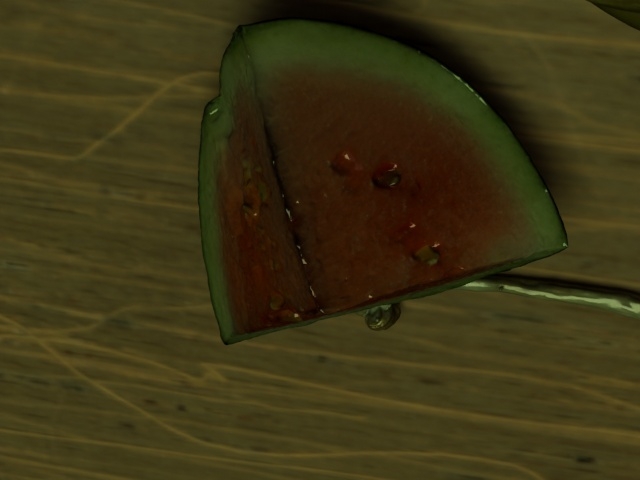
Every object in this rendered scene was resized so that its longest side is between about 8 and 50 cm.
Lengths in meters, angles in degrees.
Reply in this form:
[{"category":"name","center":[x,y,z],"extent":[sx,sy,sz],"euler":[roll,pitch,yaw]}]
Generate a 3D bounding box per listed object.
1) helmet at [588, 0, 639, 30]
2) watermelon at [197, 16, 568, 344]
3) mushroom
[{"category":"helmet","center":[0.186,-0.153,0.758],"extent":[0.257,0.140,0.205],"euler":[-7,123,21]},{"category":"watermelon","center":[0.006,-0.014,0.932],"extent":[0.193,0.137,0.145],"euler":[34,161,-11]},{"category":"mushroom","center":[0.154,0.036,0.971],"extent":[0.286,0.026,0.028],"euler":[1,141,11]}]
